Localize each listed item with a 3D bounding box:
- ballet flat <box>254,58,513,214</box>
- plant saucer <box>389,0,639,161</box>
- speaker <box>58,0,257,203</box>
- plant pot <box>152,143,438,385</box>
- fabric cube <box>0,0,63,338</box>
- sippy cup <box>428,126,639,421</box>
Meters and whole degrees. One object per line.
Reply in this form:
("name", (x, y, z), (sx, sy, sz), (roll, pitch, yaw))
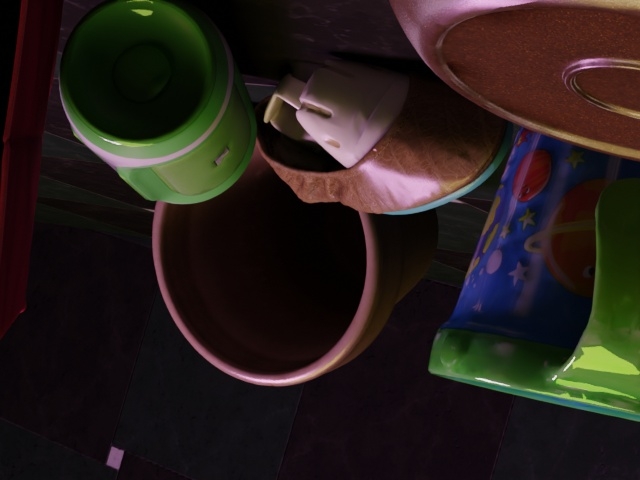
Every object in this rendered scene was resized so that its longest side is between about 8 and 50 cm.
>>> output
("ballet flat", (0.024, -0.091, 1.276), (0.124, 0.116, 0.342), (34, 172, -18))
("plant saucer", (0.176, -0.097, 0.851), (0.310, 0.050, 0.310), (14, 169, 3))
("speaker", (-0.119, -0.102, 1.236), (0.131, 0.131, 0.296), (12, 175, 3))
("plant pot", (0.000, 0.000, 1.611), (0.263, 0.263, 0.229), (9, -169, 31))
("fabric cube", (-0.300, -0.075, 0.974), (0.254, 0.259, 0.258), (7, -177, -6))
("sippy cup", (0.215, 0.014, 1.188), (0.240, 0.224, 0.305), (16, 173, -30))
